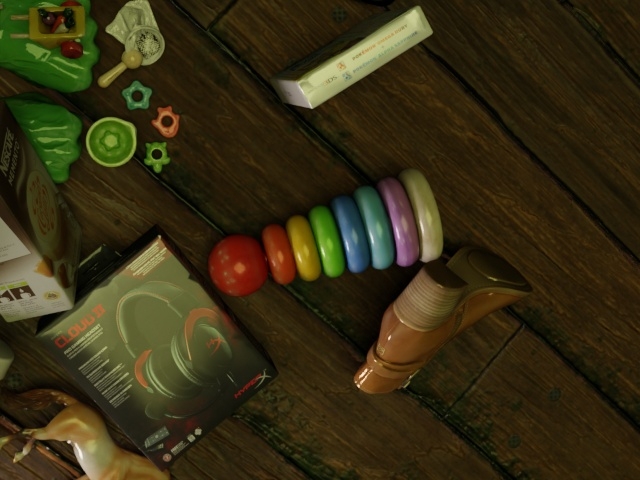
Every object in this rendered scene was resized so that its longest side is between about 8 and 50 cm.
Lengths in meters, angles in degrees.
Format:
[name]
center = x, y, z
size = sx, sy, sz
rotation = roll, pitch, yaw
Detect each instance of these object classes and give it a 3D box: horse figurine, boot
[horse figurine]
center = -0.347, 0.304, 1.345
size = 0.174, 0.066, 0.263
rotation = -31, 106, 0
[boot]
center = 0.184, 0.128, 1.403
size = 0.109, 0.283, 0.220
rotation = 44, 120, 24

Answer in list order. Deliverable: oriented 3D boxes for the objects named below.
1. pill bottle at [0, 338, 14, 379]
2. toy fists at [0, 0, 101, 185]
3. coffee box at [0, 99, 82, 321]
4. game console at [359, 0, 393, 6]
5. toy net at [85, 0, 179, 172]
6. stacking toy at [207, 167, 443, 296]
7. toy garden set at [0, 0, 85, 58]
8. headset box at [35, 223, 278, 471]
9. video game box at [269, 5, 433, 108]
[pill bottle]
center = -0.526, 0.243, 1.251
size = 0.152, 0.152, 0.272
rotation = 31, 92, -15
[toy fists]
center = -0.371, -0.196, 1.246
size = 0.142, 0.096, 0.279
rotation = 13, 98, -6
[coffee box]
center = -0.393, -0.031, 1.175
size = 0.098, 0.141, 0.246
rotation = -12, 139, 5
[game console]
center = -0.050, -0.434, 1.302
size = 0.361, 0.044, 0.213
rotation = 14, 96, -15
[toy net]
center = -0.247, -0.213, 1.293
size = 0.122, 0.045, 0.232
rotation = 9, 97, -13
[stacking toy]
center = 0.000, 0.000, 1.343
size = 0.330, 0.141, 0.141
rotation = -14, 102, -5
[toy garden set]
center = -0.396, -0.329, 1.160
size = 0.244, 0.049, 0.204
rotation = -1, 73, -12
[headset box]
center = -0.236, 0.137, 1.318
size = 0.218, 0.110, 0.293
rotation = -39, 105, -3
[video game box]
center = 0.034, -0.246, 1.267
size = 0.187, 0.205, 0.048
rotation = -30, 105, -5
